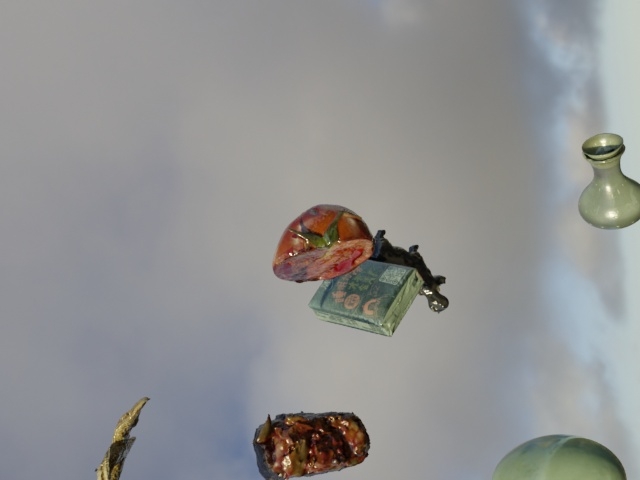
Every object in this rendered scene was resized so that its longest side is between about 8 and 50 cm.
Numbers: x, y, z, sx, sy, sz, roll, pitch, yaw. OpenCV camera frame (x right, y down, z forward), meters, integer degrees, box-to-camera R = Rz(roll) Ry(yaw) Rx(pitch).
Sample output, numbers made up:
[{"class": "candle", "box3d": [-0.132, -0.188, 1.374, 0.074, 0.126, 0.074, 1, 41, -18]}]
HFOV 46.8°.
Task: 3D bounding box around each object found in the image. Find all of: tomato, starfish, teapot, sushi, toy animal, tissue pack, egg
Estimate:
[{"class": "tomato", "box3d": [-0.001, -0.006, 2.082, 0.309, 0.309, 0.170, 31, -135, -60]}, {"class": "starfish", "box3d": [-0.423, 0.447, 1.591, 0.236, 0.062, 0.277, -74, -1, -79]}, {"class": "teapot", "box3d": [0.779, -0.158, 2.000, 0.250, 0.184, 0.183, 64, -147, -33]}, {"class": "sushi", "box3d": [-0.037, 0.554, 2.042, 0.344, 0.182, 0.196, -1, -118, -25]}, {"class": "toy animal", "box3d": [0.308, 0.097, 2.524, 0.343, 0.106, 0.168, 35, -135, -1]}, {"class": "tissue pack", "box3d": [0.139, 0.166, 2.333, 0.228, 0.316, 0.103, -54, -49, -25]}, {"class": "egg", "box3d": [0.693, 0.708, 2.158, 0.276, 0.389, 0.275, 171, 90, -89]}]
